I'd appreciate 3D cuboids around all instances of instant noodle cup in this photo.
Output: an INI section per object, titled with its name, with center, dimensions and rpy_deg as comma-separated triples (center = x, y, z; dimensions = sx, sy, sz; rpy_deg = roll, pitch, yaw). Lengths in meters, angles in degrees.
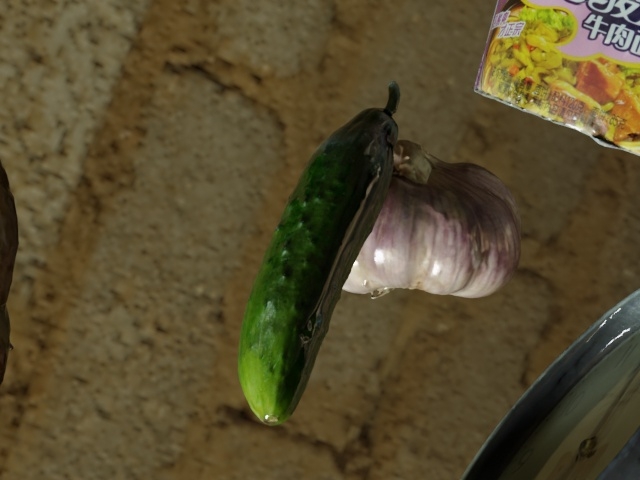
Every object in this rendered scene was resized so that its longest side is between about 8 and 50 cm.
[instant noodle cup]
center = 0.309, -0.223, 1.494
dimensions = 0.266, 0.340, 0.340
rpy_deg = -68, 27, 9

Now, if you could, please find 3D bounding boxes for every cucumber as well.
[cucumber]
center = 0.000, 0.000, 0.921
dimensions = 0.056, 0.056, 0.250
rpy_deg = -26, 34, 51

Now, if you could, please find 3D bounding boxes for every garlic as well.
[garlic]
center = 0.097, -0.029, 1.621
dimensions = 0.245, 0.245, 0.160
rpy_deg = -159, 67, -62

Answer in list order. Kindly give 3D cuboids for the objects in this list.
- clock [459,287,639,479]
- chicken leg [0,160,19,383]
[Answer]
[clock]
center = 0.140, 0.109, 0.789
dimensions = 0.226, 0.049, 0.226
rpy_deg = -50, 5, 6
[chicken leg]
center = -0.209, -0.033, 0.573
dimensions = 0.201, 0.152, 0.429
rpy_deg = -43, 40, 24
